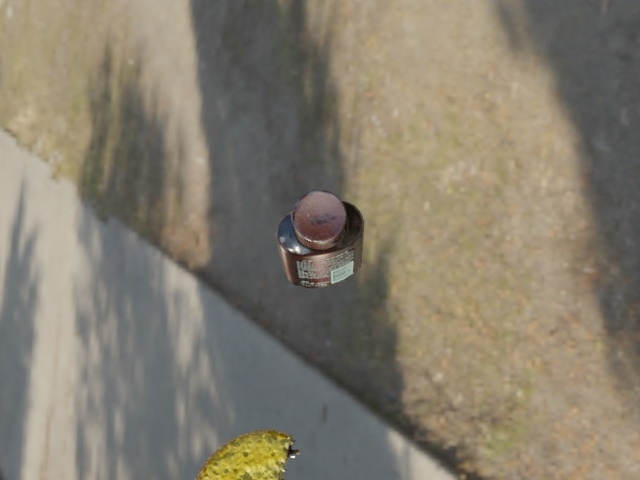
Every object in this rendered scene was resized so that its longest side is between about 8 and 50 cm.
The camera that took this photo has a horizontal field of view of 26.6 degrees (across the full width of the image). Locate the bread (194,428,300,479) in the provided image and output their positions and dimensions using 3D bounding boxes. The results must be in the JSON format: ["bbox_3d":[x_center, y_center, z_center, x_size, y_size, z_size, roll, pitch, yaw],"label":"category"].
[{"bbox_3d":[-0.126,0.384,1.895,0.160,0.147,0.261,101,-175,-59],"label":"bread"}]

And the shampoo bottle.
[{"bbox_3d":[0.000,0.000,1.929,0.323,0.129,0.084,79,180,-78],"label":"shampoo bottle"}]
